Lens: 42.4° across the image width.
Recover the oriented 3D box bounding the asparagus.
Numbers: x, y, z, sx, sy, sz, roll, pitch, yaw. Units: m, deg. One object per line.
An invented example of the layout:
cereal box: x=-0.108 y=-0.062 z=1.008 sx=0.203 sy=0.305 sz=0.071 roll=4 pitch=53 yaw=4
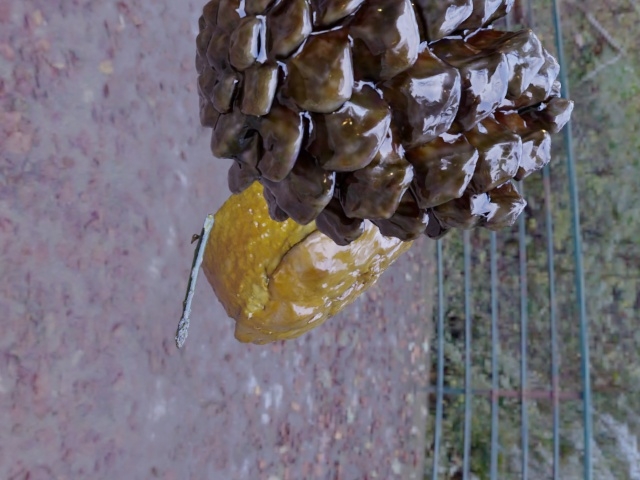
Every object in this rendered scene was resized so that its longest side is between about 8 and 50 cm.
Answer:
asparagus: x=-0.139 y=0.041 z=0.908 sx=0.013 sy=0.016 sz=0.166 roll=62 pitch=34 yaw=-57

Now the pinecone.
pinecone: x=0.033 y=-0.091 z=0.452 sx=0.179 sy=0.204 sz=0.184 roll=-94 pitch=-158 yaw=-52

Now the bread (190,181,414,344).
bread: x=0.000 y=0.000 z=1.302 sx=0.215 sy=0.398 sz=0.398 roll=48 pitch=25 yaw=13
